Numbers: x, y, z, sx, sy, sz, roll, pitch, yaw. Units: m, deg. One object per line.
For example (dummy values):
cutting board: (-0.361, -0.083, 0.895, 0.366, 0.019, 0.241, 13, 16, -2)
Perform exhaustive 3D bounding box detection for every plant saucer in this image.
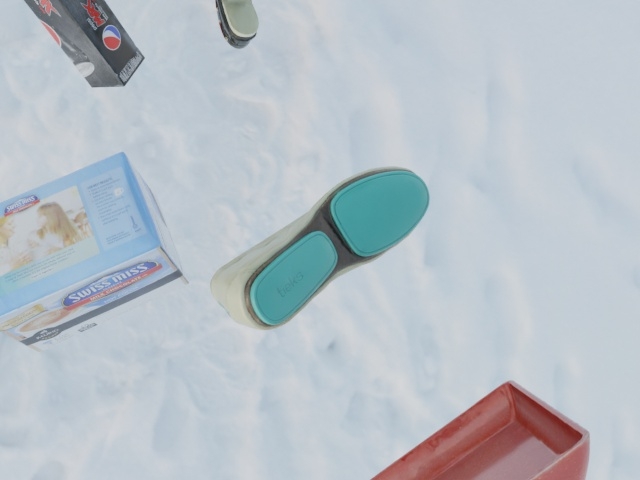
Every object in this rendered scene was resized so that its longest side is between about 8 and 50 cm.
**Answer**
plant saucer: (0.108, 0.236, 0.646, 0.258, 0.259, 0.047, -36, 87, 0)

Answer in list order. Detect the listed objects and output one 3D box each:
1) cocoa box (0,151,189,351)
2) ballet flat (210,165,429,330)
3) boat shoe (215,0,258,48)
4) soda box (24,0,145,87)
cocoa box: (-0.476, 0.026, 1.425, 0.347, 0.231, 0.228, -24, 159, -5)
ballet flat: (0.000, 0.000, 0.686, 0.248, 0.086, 0.086, -32, 122, -34)
boat shoe: (-0.104, -0.289, 0.844, 0.049, 0.042, 0.132, -7, 78, -23)
soda box: (-0.278, -0.255, 0.831, 0.169, 0.060, 0.053, 60, 45, -47)
